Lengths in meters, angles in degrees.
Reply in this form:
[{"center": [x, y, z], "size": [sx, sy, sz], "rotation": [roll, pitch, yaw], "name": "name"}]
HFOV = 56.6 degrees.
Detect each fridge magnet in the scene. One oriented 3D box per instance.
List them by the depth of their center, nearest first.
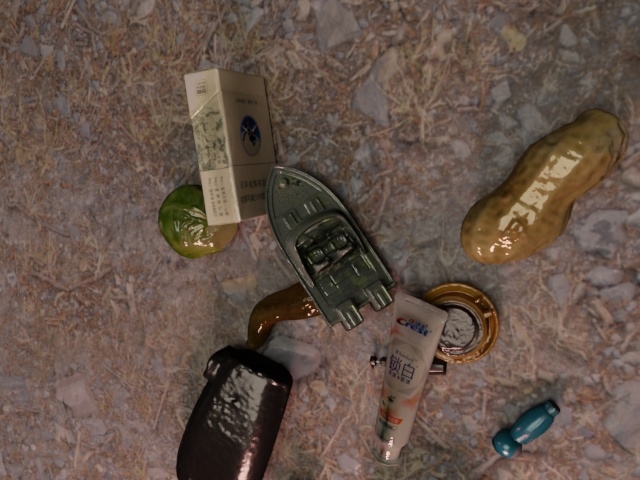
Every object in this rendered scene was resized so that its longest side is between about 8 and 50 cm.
[{"center": [0.228, 0.141, 1.004], "size": [0.143, 0.063, 0.143], "rotation": [4, 101, 19], "name": "fridge magnet"}]

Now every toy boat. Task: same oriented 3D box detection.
[{"center": [0.000, 0.000, 1.044], "size": [0.141, 0.092, 0.319], "rotation": [-32, 82, -11], "name": "toy boat"}]

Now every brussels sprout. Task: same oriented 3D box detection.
[{"center": [-0.240, -0.034, 1.141], "size": [0.155, 0.117, 0.155], "rotation": [2, 94, 31], "name": "brussels sprout"}]

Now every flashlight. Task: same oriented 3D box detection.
[{"center": [0.342, 0.314, 0.993], "size": [0.051, 0.051, 0.129], "rotation": [44, 109, 11], "name": "flashlight"}]

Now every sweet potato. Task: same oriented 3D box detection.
[{"center": [-0.072, 0.136, 1.131], "size": [0.233, 0.062, 0.081], "rotation": [-32, 87, 27], "name": "sweet potato"}]

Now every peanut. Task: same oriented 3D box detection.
[{"center": [0.332, -0.072, 0.893], "size": [0.130, 0.130, 0.290], "rotation": [42, 113, 11], "name": "peanut"}]

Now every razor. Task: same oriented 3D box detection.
[{"center": [-0.176, 0.378, 1.187], "size": [0.189, 0.107, 0.327], "rotation": [24, 107, 16], "name": "razor"}]

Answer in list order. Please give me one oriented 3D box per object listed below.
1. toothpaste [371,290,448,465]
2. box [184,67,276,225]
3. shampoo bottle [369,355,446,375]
[{"center": [0.145, 0.246, 1.030], "size": [0.100, 0.066, 0.323], "rotation": [24, 117, 34], "name": "toothpaste"}, {"center": [-0.149, -0.164, 1.055], "size": [0.069, 0.164, 0.256], "rotation": [-5, 96, 24], "name": "box"}, {"center": [0.156, 0.220, 1.066], "size": [0.137, 0.027, 0.048], "rotation": [0, 98, 23], "name": "shampoo bottle"}]
